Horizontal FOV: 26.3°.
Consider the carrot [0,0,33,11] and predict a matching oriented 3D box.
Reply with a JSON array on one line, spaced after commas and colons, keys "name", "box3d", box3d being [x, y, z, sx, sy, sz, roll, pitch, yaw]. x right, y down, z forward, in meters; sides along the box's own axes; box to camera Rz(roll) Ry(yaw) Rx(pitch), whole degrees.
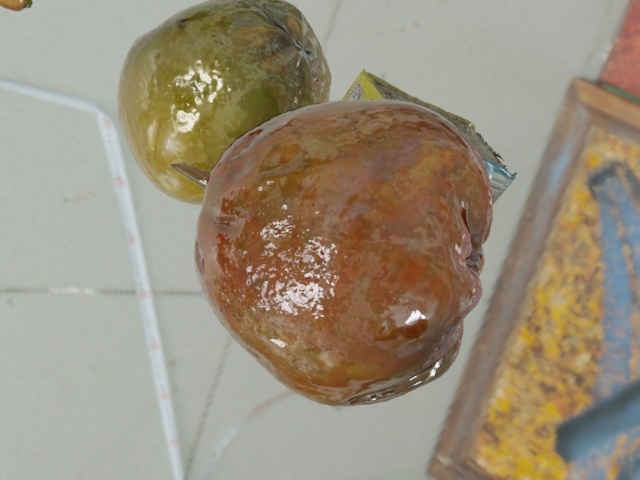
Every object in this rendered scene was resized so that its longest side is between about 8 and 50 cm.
[{"name": "carrot", "box3d": [-0.452, -0.333, 1.608, 0.247, 0.043, 0.043, 24, 101, -8]}]

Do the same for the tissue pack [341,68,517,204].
[{"name": "tissue pack", "box3d": [0.052, -0.034, 1.509, 0.192, 0.134, 0.271, 23, 116, -36]}]

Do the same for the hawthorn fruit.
[{"name": "hawthorn fruit", "box3d": [0.000, 0.000, 1.211, 0.277, 0.298, 0.277, 23, 90, -88]}]

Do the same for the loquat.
[{"name": "loquat", "box3d": [-0.114, -0.173, 1.736, 0.276, 0.276, 0.284, 4, 157, -42]}]
